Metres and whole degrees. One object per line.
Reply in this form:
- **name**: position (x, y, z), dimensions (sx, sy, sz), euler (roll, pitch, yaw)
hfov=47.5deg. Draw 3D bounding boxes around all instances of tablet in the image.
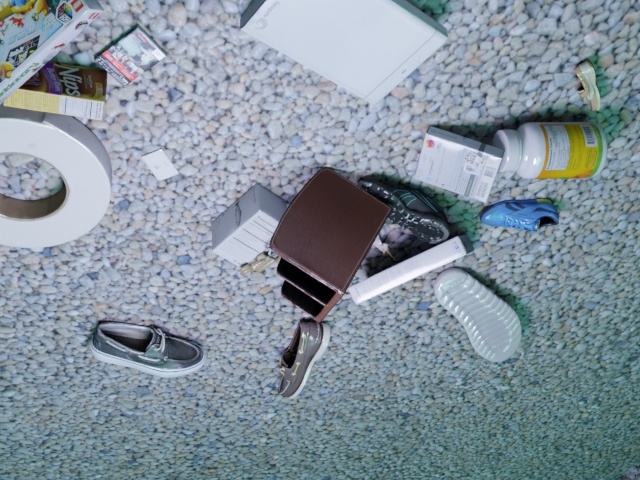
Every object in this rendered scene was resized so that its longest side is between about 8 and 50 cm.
- **tablet**: position (-0.374, -0.175, 1.695), dimensions (0.054, 0.006, 0.083), euler (-19, 136, 9)

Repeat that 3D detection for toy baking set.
- **toy baking set**: position (-0.103, 0.029, 1.864), dimensions (0.256, 0.030, 0.197), euler (-39, 171, 34)

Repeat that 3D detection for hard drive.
- **hard drive**: position (0.049, -0.426, 1.464), dimensions (0.353, 0.047, 0.233), euler (23, 138, -31)

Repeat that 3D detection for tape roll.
- **tape roll**: position (-0.666, -0.139, 1.625), dimensions (0.392, 0.072, 0.392), euler (-6, 136, -6)

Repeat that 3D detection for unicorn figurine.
- **unicorn figurine**: position (0.125, -0.012, 1.945), dimensions (0.162, 0.060, 0.111), euler (5, 138, 6)

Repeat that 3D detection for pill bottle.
- **pill bottle**: position (0.545, -0.216, 1.750), dimensions (0.246, 0.136, 0.136), euler (-2, 136, -10)

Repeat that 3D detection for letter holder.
- **letter holder**: position (0.000, 0.000, 1.740), dimensions (0.214, 0.302, 0.152), euler (33, 142, -1)

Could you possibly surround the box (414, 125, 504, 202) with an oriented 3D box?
- **box**: position (0.331, -0.182, 1.750), dimensions (0.186, 0.038, 0.145), euler (19, 137, 11)

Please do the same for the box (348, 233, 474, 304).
- **box**: position (0.250, 0.076, 1.965), dimensions (0.322, 0.058, 0.232), euler (-25, 174, 17)

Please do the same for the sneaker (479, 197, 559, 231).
- **sneaker**: position (0.538, -0.060, 1.957), dimensions (0.209, 0.082, 0.069), euler (-6, 139, -4)

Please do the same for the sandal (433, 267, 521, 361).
- **sandal**: position (0.486, 0.212, 2.230), dimensions (0.169, 0.102, 0.416), euler (-37, 120, 6)

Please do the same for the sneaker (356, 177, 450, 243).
- **sneaker**: position (0.210, -0.087, 1.854), dimensions (0.267, 0.106, 0.101), euler (29, 132, -11)

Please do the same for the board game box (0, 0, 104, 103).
- **board game box**: position (-0.554, -0.402, 1.304), dimensions (0.305, 0.053, 0.193), euler (-33, 91, 21)

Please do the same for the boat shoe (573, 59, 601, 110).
- **boat shoe**: position (0.617, -0.355, 1.687), dimensions (0.045, 0.050, 0.135), euler (-20, 127, 14)

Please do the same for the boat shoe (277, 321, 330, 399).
- **boat shoe**: position (-0.075, 0.372, 2.264), dimensions (0.097, 0.116, 0.324), euler (14, 128, -19)

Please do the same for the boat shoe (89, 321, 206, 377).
- **boat shoe**: position (-0.491, 0.312, 2.101), dimensions (0.335, 0.121, 0.119), euler (9, 138, -18)

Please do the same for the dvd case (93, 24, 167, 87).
- **dvd case**: position (-0.386, -0.373, 1.478), dimensions (0.119, 0.013, 0.087), euler (-29, 135, 20)

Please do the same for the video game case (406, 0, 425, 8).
- **video game case**: position (0.119, -0.482, 1.465), dimensions (0.157, 0.019, 0.143), euler (23, 128, -32)

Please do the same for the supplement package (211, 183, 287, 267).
- **supplement package**: position (-0.177, -0.035, 1.812), dimensions (0.179, 0.105, 0.105), euler (-38, 129, 25)

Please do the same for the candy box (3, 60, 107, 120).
- **candy box**: position (-0.525, -0.305, 1.451), dimensions (0.187, 0.109, 0.053), euler (7, 136, -19)
